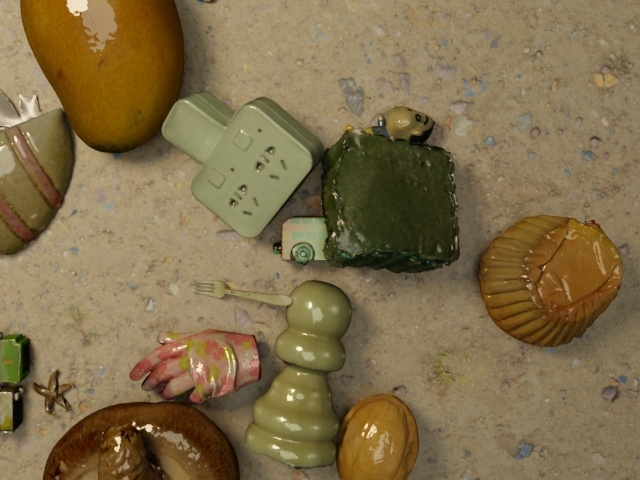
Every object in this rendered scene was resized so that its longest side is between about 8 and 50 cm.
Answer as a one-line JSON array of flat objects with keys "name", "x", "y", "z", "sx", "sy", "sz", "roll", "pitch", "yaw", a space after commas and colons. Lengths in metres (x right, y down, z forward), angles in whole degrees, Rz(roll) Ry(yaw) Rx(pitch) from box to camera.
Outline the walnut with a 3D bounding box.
[{"name": "walnut", "x": 0.110, "y": 0.397, "z": 1.098, "sx": 0.159, "sy": 0.159, "sz": 0.206, "roll": 16, "pitch": 92, "yaw": -4}]

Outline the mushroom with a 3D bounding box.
[{"name": "mushroom", "x": -0.320, "y": 0.446, "z": 1.047, "sx": 0.345, "sy": 0.239, "sz": 0.345, "roll": 9, "pitch": 115, "yaw": 21}]

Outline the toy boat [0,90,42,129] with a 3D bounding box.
[{"name": "toy boat", "x": -0.714, "y": -0.266, "z": 1.062, "sx": 0.318, "sy": 0.072, "sz": 0.219, "roll": -21, "pitch": 97, "yaw": -6}]

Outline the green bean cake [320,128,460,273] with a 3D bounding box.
[{"name": "green bean cake", "x": 0.122, "y": -0.065, "z": 1.046, "sx": 0.255, "sy": 0.132, "sz": 0.241, "roll": 5, "pitch": 77, "yaw": -23}]

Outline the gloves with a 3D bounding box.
[{"name": "gloves", "x": -0.242, "y": 0.237, "z": 1.079, "sx": 0.241, "sy": 0.126, "sz": 0.145, "roll": -7, "pitch": 81, "yaw": -14}]

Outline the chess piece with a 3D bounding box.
[{"name": "chess piece", "x": -0.023, "y": 0.241, "z": 1.084, "sx": 0.182, "sy": 0.182, "sz": 0.330, "roll": 13, "pitch": 86, "yaw": -4}]

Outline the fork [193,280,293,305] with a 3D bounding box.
[{"name": "fork", "x": -0.150, "y": 0.101, "z": 1.095, "sx": 0.220, "sy": 0.028, "sz": 0.034, "roll": 4, "pitch": 85, "yaw": 25}]

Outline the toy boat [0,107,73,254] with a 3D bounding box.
[{"name": "toy boat", "x": -0.613, "y": -0.102, "z": 1.053, "sx": 0.294, "sy": 0.111, "sz": 0.276, "roll": -6, "pitch": 104, "yaw": -15}]

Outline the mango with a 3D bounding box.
[{"name": "mango", "x": -0.378, "y": -0.346, "z": 1.008, "sx": 0.264, "sy": 0.221, "sz": 0.377, "roll": -7, "pitch": 103, "yaw": -8}]

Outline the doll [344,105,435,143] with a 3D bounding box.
[{"name": "doll", "x": 0.142, "y": -0.219, "z": 1.112, "sx": 0.179, "sy": 0.102, "sz": 0.088, "roll": -10, "pitch": 136, "yaw": -7}]

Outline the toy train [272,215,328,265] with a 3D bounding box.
[{"name": "toy train", "x": 0.000, "y": 0.000, "z": 1.115, "sx": 0.188, "sy": 0.072, "sz": 0.099, "roll": 1, "pitch": 93, "yaw": -4}]

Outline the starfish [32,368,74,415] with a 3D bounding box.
[{"name": "starfish", "x": -0.529, "y": 0.298, "z": 1.116, "sx": 0.078, "sy": 0.028, "sz": 0.091, "roll": 7, "pitch": 89, "yaw": -10}]

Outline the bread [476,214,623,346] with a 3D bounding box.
[{"name": "bread", "x": 0.453, "y": 0.078, "z": 1.113, "sx": 0.274, "sy": 0.149, "sz": 0.274, "roll": 0, "pitch": 86, "yaw": -4}]

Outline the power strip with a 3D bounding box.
[{"name": "power strip", "x": -0.151, "y": -0.169, "z": 1.066, "sx": 0.261, "sy": 0.141, "sz": 0.229, "roll": 39, "pitch": 119, "yaw": -3}]

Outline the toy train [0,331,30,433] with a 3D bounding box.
[{"name": "toy train", "x": -0.610, "y": 0.277, "z": 1.094, "sx": 0.081, "sy": 0.060, "sz": 0.202, "roll": 2, "pitch": 94, "yaw": -10}]
